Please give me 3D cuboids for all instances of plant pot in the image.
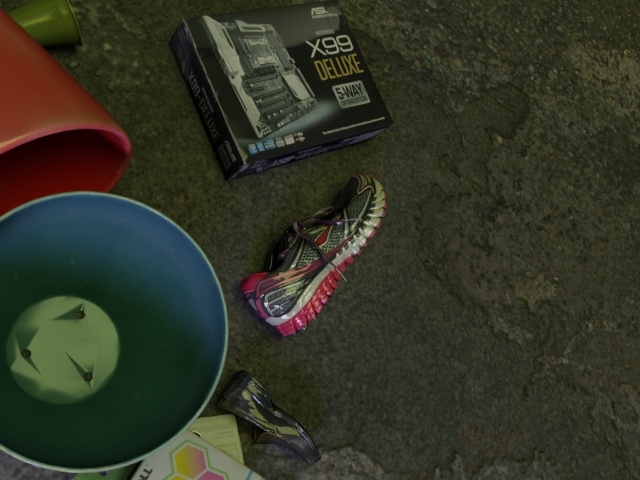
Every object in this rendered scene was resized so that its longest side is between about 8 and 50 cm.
[{"bbox_3d":[-0.278,0.111,0.774,0.290,0.195,0.290,10,70,-29],"label":"plant pot"},{"bbox_3d":[-0.381,-0.295,0.920,0.079,0.083,0.083,-27,89,-22],"label":"plant pot"},{"bbox_3d":[-0.393,-0.136,0.759,0.275,0.275,0.243,-32,82,-34],"label":"plant pot"}]

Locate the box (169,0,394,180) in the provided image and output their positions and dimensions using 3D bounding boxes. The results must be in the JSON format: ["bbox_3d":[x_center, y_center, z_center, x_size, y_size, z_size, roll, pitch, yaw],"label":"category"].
[{"bbox_3d":[-0.056,-0.253,1.094,0.307,0.076,0.243,-20,85,-34],"label":"box"}]

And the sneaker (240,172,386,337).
[{"bbox_3d":[0.000,0.000,1.022,0.112,0.121,0.299,41,59,-11],"label":"sneaker"}]

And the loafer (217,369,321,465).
[{"bbox_3d":[-0.071,0.259,0.938,0.170,0.062,0.061,45,70,-3],"label":"loafer"}]

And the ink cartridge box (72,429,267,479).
[{"bbox_3d":[-0.178,0.295,0.820,0.209,0.062,0.109,35,47,-4],"label":"ink cartridge box"}]

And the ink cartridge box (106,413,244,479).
[{"bbox_3d":[-0.178,0.352,0.857,0.189,0.066,0.232,2,53,-30],"label":"ink cartridge box"}]
